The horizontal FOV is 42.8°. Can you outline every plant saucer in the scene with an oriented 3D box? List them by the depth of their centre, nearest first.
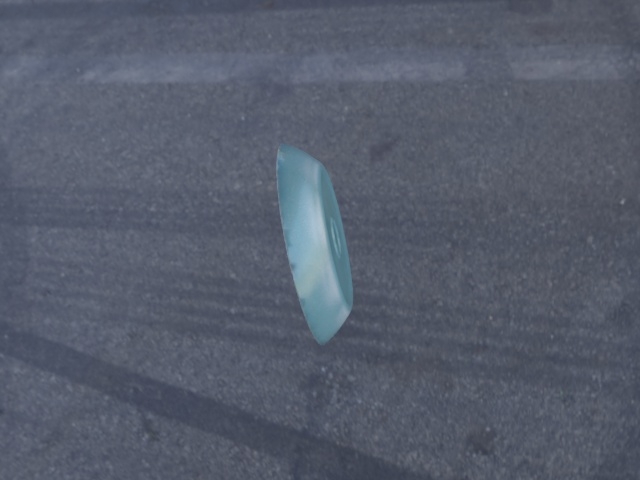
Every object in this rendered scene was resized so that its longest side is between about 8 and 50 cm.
[{"bbox_3d":[0.000,0.000,0.474,0.021,0.119,0.119,-12,49,7],"label":"plant saucer"}]
